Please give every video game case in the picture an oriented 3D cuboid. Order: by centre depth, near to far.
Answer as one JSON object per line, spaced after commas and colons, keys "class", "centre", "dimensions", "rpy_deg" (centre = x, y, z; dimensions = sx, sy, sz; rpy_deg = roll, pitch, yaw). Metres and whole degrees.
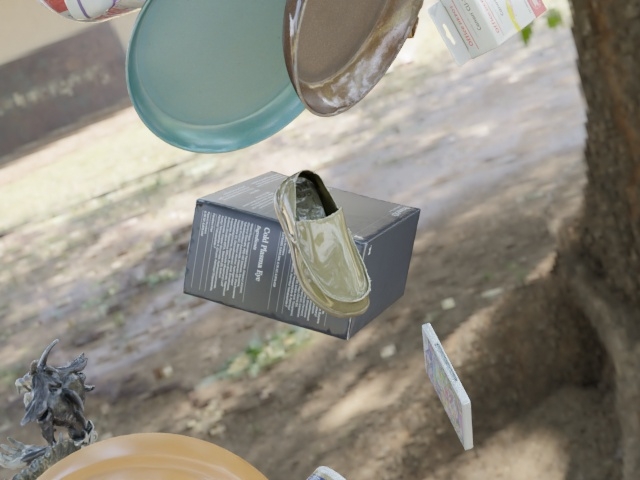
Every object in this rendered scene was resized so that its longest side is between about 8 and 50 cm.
{"class": "video game case", "centre": [0.142, 0.164, 1.405], "dimensions": [0.011, 0.087, 0.122], "rpy_deg": [-17, 46, -7]}

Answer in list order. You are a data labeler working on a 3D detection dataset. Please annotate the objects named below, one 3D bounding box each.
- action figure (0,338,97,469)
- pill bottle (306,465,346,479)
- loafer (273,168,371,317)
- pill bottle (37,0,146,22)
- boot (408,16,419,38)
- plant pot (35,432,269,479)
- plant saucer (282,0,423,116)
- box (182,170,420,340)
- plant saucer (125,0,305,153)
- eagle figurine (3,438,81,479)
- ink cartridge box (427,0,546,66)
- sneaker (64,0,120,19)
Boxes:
{"class": "action figure", "centre": [-0.379, 0.268, 1.763], "dimensions": [0.141, 0.276, 0.164], "rpy_deg": [-4, 28, 22]}
{"class": "pill bottle", "centre": [-0.021, 0.406, 1.740], "dimensions": [0.169, 0.094, 0.094], "rpy_deg": [-46, 23, -20]}
{"class": "loafer", "centre": [0.000, 0.000, 1.084], "dimensions": [0.056, 0.148, 0.050], "rpy_deg": [-20, -26, -22]}
{"class": "pill bottle", "centre": [-0.373, -0.492, 2.127], "dimensions": [0.229, 0.229, 0.407], "rpy_deg": [-25, 14, -25]}
{"class": "boot", "centre": [0.065, -0.307, 1.827], "dimensions": [0.152, 0.197, 0.073], "rpy_deg": [15, 3, 19]}
{"class": "plant pot", "centre": [-0.141, 0.324, 1.025], "dimensions": [0.291, 0.291, 0.203], "rpy_deg": [-19, 7, -4]}
{"class": "plant saucer", "centre": [0.043, -0.297, 1.478], "dimensions": [0.050, 0.310, 0.310], "rpy_deg": [28, 35, 21]}
{"class": "box", "centre": [-0.026, 0.017, 2.228], "dimensions": [0.312, 0.179, 0.343], "rpy_deg": [14, 16, 18]}
{"class": "plant saucer", "centre": [-0.118, -0.263, 1.671], "dimensions": [0.317, 0.317, 0.044], "rpy_deg": [-23, 45, -19]}
{"class": "eagle figurine", "centre": [-0.351, 0.380, 1.442], "dimensions": [0.298, 0.226, 0.225], "rpy_deg": [-15, 30, -27]}
{"class": "ink cartridge box", "centre": [0.270, -0.375, 2.025], "dimensions": [0.067, 0.115, 0.198], "rpy_deg": [-19, 16, 50]}
{"class": "sneaker", "centre": [-0.212, -0.383, 1.587], "dimensions": [0.161, 0.102, 0.282], "rpy_deg": [3, 45, 25]}
